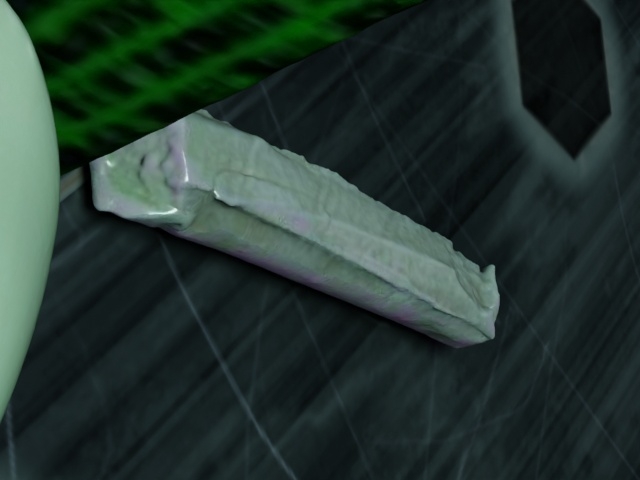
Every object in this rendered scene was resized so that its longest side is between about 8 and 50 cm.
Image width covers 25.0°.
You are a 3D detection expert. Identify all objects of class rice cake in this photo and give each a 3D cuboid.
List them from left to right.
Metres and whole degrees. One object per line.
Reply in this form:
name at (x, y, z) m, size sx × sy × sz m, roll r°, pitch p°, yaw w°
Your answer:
rice cake at (0.001, 0.000, 0.680) m, size 0.270 × 0.049 × 0.055 m, roll 23°, pitch 44°, yaw -47°

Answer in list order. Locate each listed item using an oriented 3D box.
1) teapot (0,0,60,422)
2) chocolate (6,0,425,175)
teapot at (-0.159, 0.042, 0.377) m, size 0.149 × 0.318 × 0.220 m, roll 13°, pitch 47°, yaw -16°
chocolate at (-0.083, -0.192, 0.382) m, size 0.341 × 0.360 × 0.161 m, roll 36°, pitch 44°, yaw -42°
